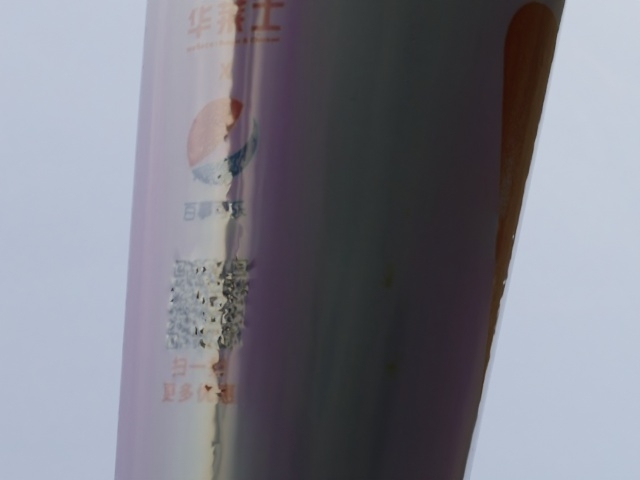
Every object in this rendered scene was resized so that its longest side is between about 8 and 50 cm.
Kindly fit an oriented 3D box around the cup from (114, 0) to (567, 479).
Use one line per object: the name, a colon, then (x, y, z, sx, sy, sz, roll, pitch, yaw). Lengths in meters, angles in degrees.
cup: (0.000, 0.000, 0.743, 0.203, 0.203, 0.288, 19, -109, -36)
